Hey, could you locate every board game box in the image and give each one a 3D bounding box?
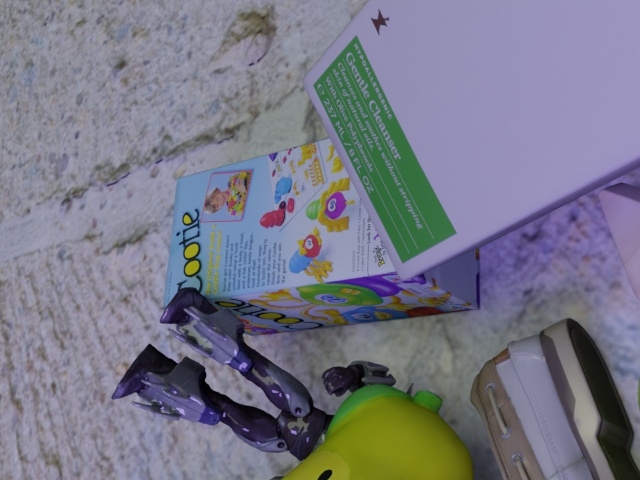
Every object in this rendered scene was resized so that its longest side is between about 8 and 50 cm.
[{"bbox_3d":[0.000,0.000,0.869,0.275,0.142,0.144,-10,67,34],"label":"board game box"}]

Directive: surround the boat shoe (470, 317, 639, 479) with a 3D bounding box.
[{"bbox_3d":[0.193,0.210,0.665,0.103,0.113,0.302,-30,46,26],"label":"boat shoe"}]

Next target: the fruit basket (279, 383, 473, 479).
[{"bbox_3d":[-0.003,0.293,0.625,0.392,0.283,0.392,14,106,62],"label":"fruit basket"}]

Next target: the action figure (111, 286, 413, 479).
[{"bbox_3d":[-0.031,0.162,0.792,0.285,0.099,0.185,30,95,0],"label":"action figure"}]

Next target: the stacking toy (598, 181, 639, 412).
[{"bbox_3d":[0.343,0.057,0.571,0.279,0.130,0.309,-1,106,64],"label":"stacking toy"}]

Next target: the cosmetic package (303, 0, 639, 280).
[{"bbox_3d":[0.153,-0.126,0.593,0.197,0.155,0.365,64,153,7],"label":"cosmetic package"}]
